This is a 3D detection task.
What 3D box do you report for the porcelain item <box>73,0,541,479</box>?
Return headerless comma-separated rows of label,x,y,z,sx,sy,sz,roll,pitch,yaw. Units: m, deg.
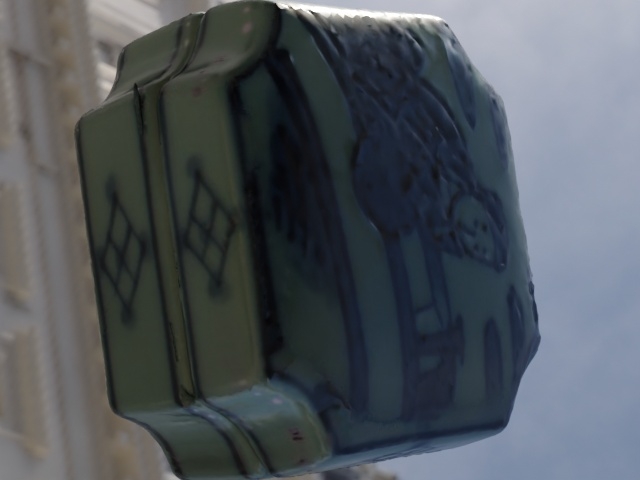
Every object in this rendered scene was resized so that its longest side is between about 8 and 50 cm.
porcelain item,0.000,0.000,1.161,0.157,0.286,0.281,-12,-98,41
